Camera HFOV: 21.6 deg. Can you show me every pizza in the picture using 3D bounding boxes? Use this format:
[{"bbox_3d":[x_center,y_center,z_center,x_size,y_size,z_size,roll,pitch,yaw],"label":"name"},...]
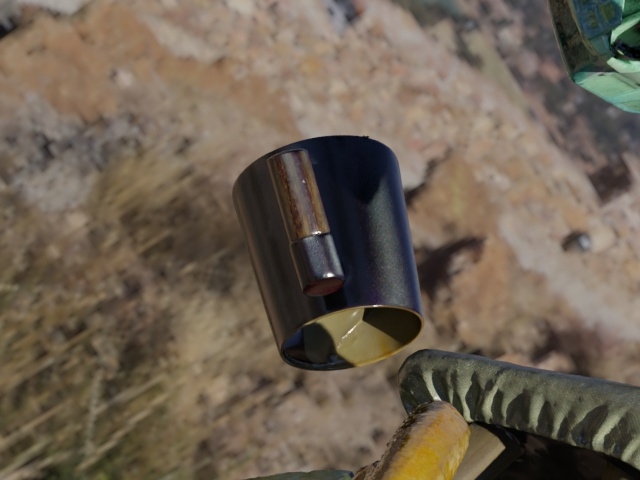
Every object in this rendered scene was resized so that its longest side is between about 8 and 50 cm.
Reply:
[{"bbox_3d":[0.042,0.162,1.053,0.056,0.134,0.271,41,24,3],"label":"pizza"}]

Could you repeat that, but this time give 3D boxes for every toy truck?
[{"bbox_3d":[0.294,-0.204,1.487,0.279,0.156,0.155,14,59,-58],"label":"toy truck"}]

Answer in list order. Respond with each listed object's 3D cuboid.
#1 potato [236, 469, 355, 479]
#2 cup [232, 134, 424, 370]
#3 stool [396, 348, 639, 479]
[{"bbox_3d":[-0.101,0.394,1.602,0.330,0.212,0.280,-25,106,-51],"label":"potato"},{"bbox_3d":[-0.011,0.008,1.570,0.239,0.166,0.177,23,48,-49],"label":"cup"},{"bbox_3d":[0.185,0.272,1.376,0.226,0.310,0.310,-56,136,-31],"label":"stool"}]
